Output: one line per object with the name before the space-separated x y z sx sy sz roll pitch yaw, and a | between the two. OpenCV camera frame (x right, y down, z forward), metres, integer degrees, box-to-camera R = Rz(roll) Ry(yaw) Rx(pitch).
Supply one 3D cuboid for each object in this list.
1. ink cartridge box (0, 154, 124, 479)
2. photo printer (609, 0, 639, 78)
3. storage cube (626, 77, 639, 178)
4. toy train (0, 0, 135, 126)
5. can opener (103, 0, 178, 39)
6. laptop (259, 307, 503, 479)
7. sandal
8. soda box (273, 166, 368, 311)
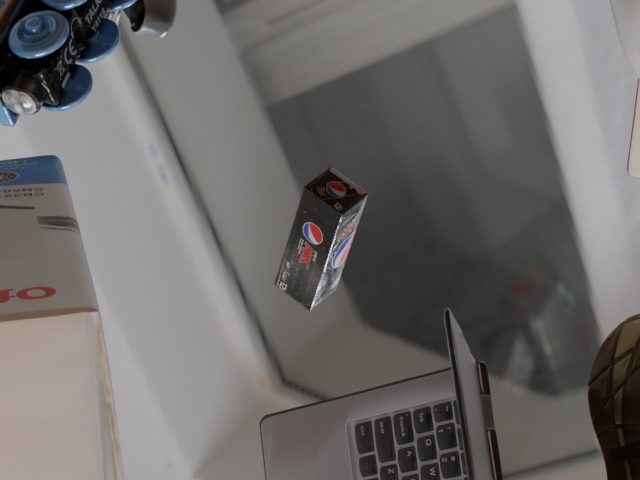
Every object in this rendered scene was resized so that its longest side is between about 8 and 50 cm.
ink cartridge box | -0.161 0.039 0.677 0.203 0.148 0.086 -127 32 -69
photo printer | 0.160 -0.205 0.578 0.256 0.107 0.307 105 164 -50
storage cube | 0.304 -0.142 1.033 0.215 0.183 0.193 88 -153 -44
toy train | -0.197 -0.162 1.211 0.080 0.105 0.184 71 -147 -49
can opener | -0.207 -0.263 1.680 0.095 0.076 0.283 16 -154 -25
laptop | 0.041 0.286 1.326 0.236 0.408 0.382 8 -110 -46
sandal | 0.246 0.146 1.299 0.049 0.072 0.180 13 -113 -47
soda box | 0.000 0.000 1.972 0.060 0.169 0.053 36 -132 17
